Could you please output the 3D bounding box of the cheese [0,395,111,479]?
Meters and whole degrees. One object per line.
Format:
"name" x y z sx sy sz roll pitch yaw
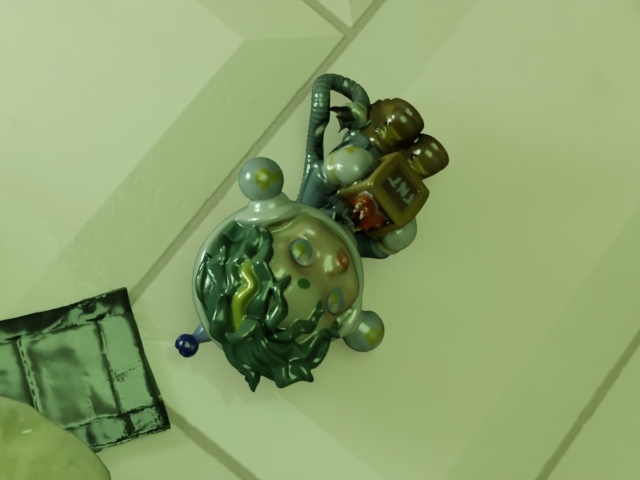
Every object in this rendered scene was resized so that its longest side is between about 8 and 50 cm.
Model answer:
"cheese" -0.354 0.305 1.682 0.326 0.115 0.318 48 56 -3

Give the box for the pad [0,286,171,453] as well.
"pad" -0.297 0.158 1.831 0.233 0.022 0.174 -16 80 -19

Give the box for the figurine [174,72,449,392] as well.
"figurine" 0.003 0.003 1.864 0.261 0.186 0.382 48 64 -11
